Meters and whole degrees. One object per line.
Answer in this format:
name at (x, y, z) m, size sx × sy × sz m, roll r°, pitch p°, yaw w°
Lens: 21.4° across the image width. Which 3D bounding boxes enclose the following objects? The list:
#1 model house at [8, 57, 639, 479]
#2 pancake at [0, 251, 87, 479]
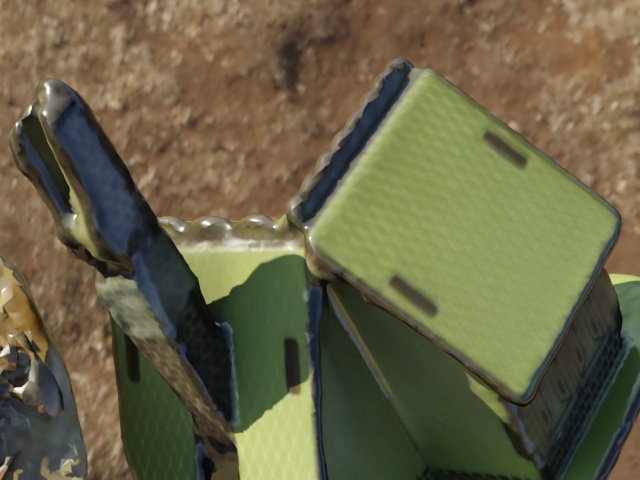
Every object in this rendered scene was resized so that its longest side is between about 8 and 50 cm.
model house at (0.000, 0.000, 0.735) m, size 0.218 × 0.205 × 0.279 m, roll -55°, pitch 127°, yaw -37°
pancake at (-0.271, 0.122, 0.709) m, size 0.382 × 0.382 × 0.071 m, roll 35°, pitch 8°, yaw 5°
